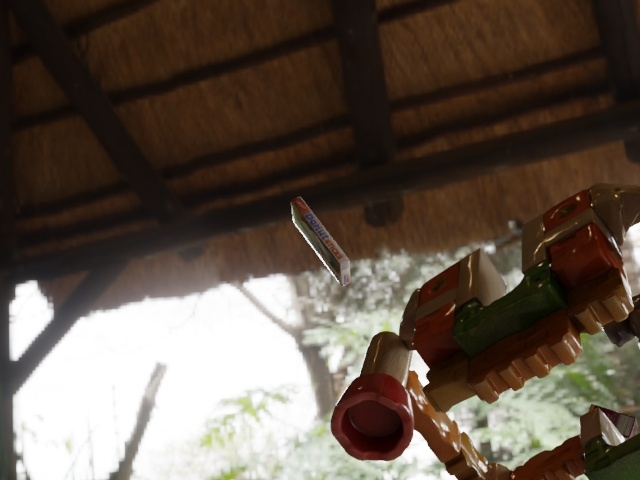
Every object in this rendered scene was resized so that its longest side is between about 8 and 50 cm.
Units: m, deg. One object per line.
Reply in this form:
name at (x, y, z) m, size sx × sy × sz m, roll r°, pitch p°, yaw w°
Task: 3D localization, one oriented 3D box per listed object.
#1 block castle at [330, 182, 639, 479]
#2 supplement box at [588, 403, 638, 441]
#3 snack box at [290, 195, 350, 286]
block castle at (0.262, 0.153, 0.990) m, size 0.453 × 0.303 × 0.213 m, roll -33°, pitch 15°, yaw 24°
supplement box at (0.528, 0.335, 1.811) m, size 0.083 × 0.043 × 0.055 m, roll 16°, pitch -20°, yaw 27°
snack box at (0.000, 0.000, 1.781) m, size 0.022 × 0.178 × 0.064 m, roll -26°, pitch -37°, yaw -16°
